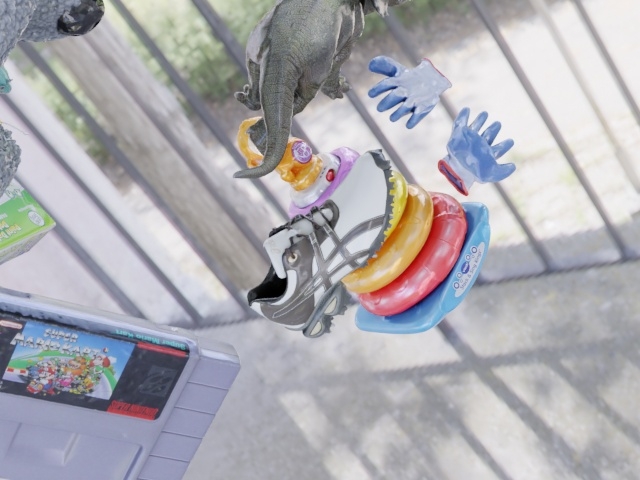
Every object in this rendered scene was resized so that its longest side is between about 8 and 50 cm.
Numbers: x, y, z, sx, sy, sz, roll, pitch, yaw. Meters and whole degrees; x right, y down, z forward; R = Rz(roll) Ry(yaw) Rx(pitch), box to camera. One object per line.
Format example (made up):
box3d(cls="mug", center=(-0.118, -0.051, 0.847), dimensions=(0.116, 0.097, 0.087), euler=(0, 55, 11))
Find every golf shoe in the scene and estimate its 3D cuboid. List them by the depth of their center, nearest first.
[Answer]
box3d(cls="golf shoe", center=(0.000, 0.000, 1.199), dimensions=(0.198, 0.094, 0.077), euler=(-65, 28, 18))

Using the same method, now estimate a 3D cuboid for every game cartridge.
box3d(cls="game cartridge", center=(-0.287, 0.172, 1.404), dimensions=(0.230, 0.355, 0.068), euler=(-60, 30, 28))

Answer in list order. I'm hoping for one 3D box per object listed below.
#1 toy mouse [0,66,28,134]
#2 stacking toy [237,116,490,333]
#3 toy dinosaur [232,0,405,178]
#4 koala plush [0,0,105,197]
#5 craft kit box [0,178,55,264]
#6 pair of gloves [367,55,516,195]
box3d(cls="toy mouse", center=(-0.446, -0.195, 1.634), dimensions=(0.161, 0.143, 0.031), euler=(-9, 17, -32))
box3d(cls="stacking toy", center=(0.028, -0.040, 1.418), dimensions=(0.166, 0.302, 0.175), euler=(-6, 51, 57))
box3d(cls="toy dinosaur", center=(-0.017, -0.174, 1.126), dimensions=(0.313, 0.121, 0.160), euler=(-45, -15, -42))
box3d(cls="koala plush", center=(-0.214, -0.167, 0.789), dimensions=(0.221, 0.203, 0.196), euler=(-46, -12, -34))
box3d(cls="craft kit box", center=(-0.420, -0.067, 1.321), dimensions=(0.061, 0.246, 0.250), euler=(-45, -2, 20))
box3d(cls="pair of gloves", center=(0.136, -0.136, 1.432), dimensions=(0.023, 0.198, 0.159), euler=(-44, -2, 36))
